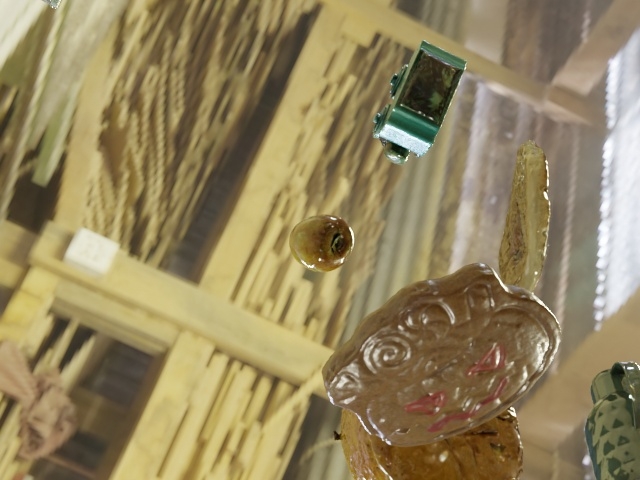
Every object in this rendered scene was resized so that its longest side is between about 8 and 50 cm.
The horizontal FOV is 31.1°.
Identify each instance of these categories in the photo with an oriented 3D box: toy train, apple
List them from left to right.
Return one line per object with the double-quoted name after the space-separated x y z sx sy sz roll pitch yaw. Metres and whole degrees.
0.000 0.000 2.071 0.102 0.099 0.114 7 -141 48 "apple"
0.160 -0.225 1.865 0.154 0.107 0.198 129 -14 -73 "toy train"

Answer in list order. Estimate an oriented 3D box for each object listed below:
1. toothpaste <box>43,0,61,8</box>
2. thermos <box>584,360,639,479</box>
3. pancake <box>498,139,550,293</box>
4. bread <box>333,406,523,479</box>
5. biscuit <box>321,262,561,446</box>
-0.335 -0.390 1.526 0.164 0.046 0.034 -63 174 0 "toothpaste"
0.506 0.318 1.874 0.286 0.145 0.182 -93 -178 -52 "thermos"
0.412 -0.038 2.317 0.356 0.065 0.356 3 90 -90 "pancake"
0.238 0.411 2.403 0.215 0.398 0.398 -42 -159 44 "bread"
0.155 0.149 1.409 0.273 0.257 0.049 -39 -142 12 "biscuit"
